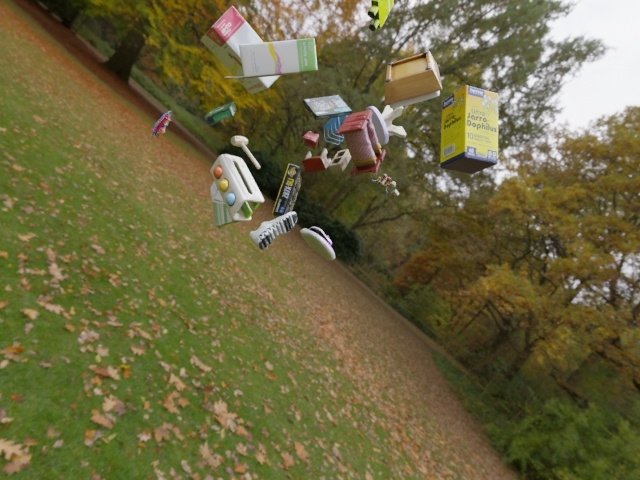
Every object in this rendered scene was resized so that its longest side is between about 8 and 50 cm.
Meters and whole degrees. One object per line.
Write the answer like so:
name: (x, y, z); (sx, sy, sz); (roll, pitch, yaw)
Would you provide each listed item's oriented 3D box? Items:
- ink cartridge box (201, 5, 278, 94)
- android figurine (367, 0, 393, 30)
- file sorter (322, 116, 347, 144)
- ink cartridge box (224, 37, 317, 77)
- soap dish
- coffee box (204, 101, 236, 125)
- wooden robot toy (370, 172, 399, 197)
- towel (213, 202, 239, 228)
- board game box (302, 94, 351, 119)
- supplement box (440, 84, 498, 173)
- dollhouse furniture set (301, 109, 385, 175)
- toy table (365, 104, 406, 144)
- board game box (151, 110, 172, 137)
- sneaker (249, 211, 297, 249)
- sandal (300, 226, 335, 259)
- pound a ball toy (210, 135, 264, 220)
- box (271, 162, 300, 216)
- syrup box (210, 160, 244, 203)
ink cartridge box: (-0.406, -0.978, 2.120); (0.385, 0.160, 0.279); (43, -10, -28)
android figurine: (0.326, -1.269, 2.154); (0.056, 0.272, 0.248); (21, -13, 19)
file sorter: (0.111, -0.668, 2.423); (0.118, 0.104, 0.170); (8, -22, -31)
ink cartridge box: (-0.199, -0.711, 1.587); (0.207, 0.354, 0.119); (-104, -172, -68)
soap dish: (0.380, -0.678, 1.691); (0.290, 0.229, 0.118); (-77, 151, -48)
coffee box: (-0.408, -0.525, 1.663); (0.184, 0.113, 0.040); (-107, 175, -63)
wooden robot toy: (0.328, -0.295, 1.998); (0.173, 0.076, 0.079); (39, 41, 0)
towel: (-0.541, -0.212, 2.399); (0.038, 0.247, 0.325); (-2, -6, -44)
board game box: (0.031, -0.594, 1.800); (0.126, 0.186, 0.026); (58, -30, 28)
supplement box: (0.725, -0.532, 1.970); (0.194, 0.356, 0.195); (6, -9, -18)
dollhouse furniture set: (0.059, -0.377, 1.660); (0.375, 0.152, 0.201); (-3, -49, 32)
toy table: (0.413, -0.738, 2.531); (0.252, 0.161, 0.274); (121, -49, -74)
board game box: (-0.779, -0.571, 2.012); (0.033, 0.133, 0.169); (40, -33, -12)
sneaker: (-0.248, -0.074, 2.133); (0.118, 0.292, 0.110); (32, -34, 34)
sandal: (-0.007, -0.012, 2.235); (0.169, 0.102, 0.416); (58, -11, -25)
pound a ball toy: (-0.350, -0.267, 1.673); (0.136, 0.208, 0.319); (2, 49, -46)
box: (-0.197, -0.266, 2.429); (0.080, 0.321, 0.257); (17, -11, 2)
syrup box: (-0.473, -0.301, 2.058); (0.097, 0.237, 0.093); (10, 45, -34)
